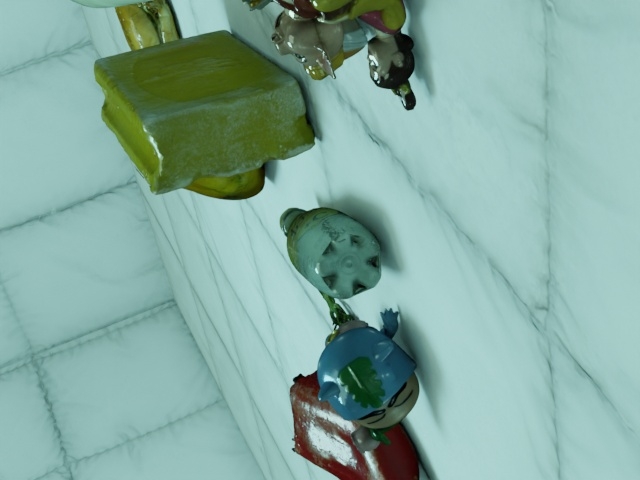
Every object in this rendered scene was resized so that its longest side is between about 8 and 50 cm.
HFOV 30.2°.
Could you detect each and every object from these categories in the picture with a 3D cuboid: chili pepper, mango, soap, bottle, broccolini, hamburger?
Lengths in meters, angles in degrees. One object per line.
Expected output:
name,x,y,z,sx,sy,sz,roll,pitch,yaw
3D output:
chili pepper,0.057,0.249,1.476,0.253,0.136,0.144,30,96,55
mango,-0.157,-0.137,1.629,0.236,0.136,0.166,42,149,53
soap,-0.146,-0.162,1.394,0.315,0.199,0.091,-133,29,-62
bottle,0.000,0.000,1.308,0.270,0.083,0.083,-138,29,-72
broccolini,0.023,0.089,1.511,0.035,0.030,0.140,34,-168,-29
hamburger,-0.279,-0.347,1.926,0.138,0.083,0.147,48,160,49

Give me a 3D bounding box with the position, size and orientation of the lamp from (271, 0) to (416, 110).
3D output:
lamp,0.006,-0.199,0.861,0.118,0.118,0.253,-126,20,-50

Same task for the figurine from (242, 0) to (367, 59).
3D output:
figurine,-0.027,-0.238,0.978,0.147,0.093,0.197,-126,16,-68

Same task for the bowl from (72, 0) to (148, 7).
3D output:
bowl,-0.138,-0.337,1.030,0.277,0.145,0.277,7,-90,-69

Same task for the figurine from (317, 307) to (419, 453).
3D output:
figurine,0.056,0.151,1.295,0.178,0.114,0.144,-112,-4,-76
